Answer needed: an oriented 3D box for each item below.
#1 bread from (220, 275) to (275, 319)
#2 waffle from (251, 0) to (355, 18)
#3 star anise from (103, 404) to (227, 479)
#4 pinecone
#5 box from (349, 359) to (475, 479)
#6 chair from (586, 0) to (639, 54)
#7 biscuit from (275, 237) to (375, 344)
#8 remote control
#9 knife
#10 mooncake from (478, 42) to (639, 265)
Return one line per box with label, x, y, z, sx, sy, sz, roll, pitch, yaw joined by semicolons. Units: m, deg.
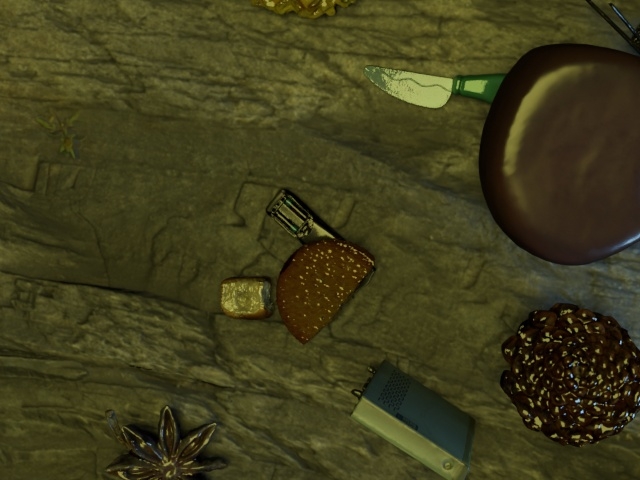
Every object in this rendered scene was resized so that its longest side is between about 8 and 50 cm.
bread;-0.121;0.098;1.757;0.083;0.070;0.077;-1;94;13
waffle;-0.036;-0.481;1.696;0.243;0.059;0.238;15;97;10
star anise;-0.271;0.376;1.803;0.262;0.081;0.230;43;101;-7
pinecone;0.388;0.212;1.609;0.221;0.221;0.222;1;95;10
box;0.145;0.273;1.622;0.210;0.270;0.045;32;99;5
chair;0.532;-0.336;1.550;0.247;0.172;0.159;37;105;-24
biscuit;-0.005;0.069;1.737;0.126;0.025;0.206;41;114;4
remote control;0.000;0.000;1.746;0.212;0.028;0.059;41;101;4
knife;0.194;-0.244;1.692;0.260;0.034;0.063;6;99;15
mooncake;0.395;-0.141;1.582;0.333;0.174;0.326;-25;100;4
